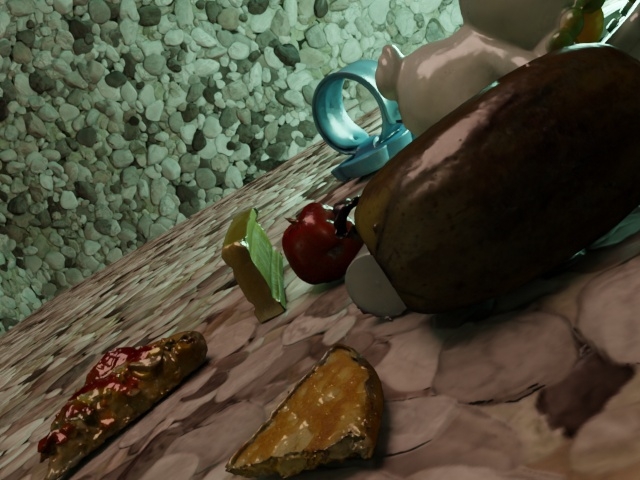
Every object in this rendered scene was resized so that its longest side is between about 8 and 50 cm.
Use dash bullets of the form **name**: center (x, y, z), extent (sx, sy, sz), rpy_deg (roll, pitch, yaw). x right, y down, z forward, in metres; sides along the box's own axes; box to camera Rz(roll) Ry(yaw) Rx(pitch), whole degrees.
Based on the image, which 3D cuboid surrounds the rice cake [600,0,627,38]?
- **rice cake**: center (0.461, -0.360, 1.113), extent (0.226, 0.040, 0.085), rpy_deg (-30, 12, 6)

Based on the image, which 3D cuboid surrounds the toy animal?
- **toy animal**: center (0.198, -0.251, 0.722), extent (0.247, 0.310, 0.182), rpy_deg (32, 28, 29)

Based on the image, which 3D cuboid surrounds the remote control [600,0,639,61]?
- **remote control**: center (0.386, -0.280, 0.704), extent (0.296, 0.056, 0.140), rpy_deg (-50, -6, -22)

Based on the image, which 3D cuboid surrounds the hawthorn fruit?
- **hawthorn fruit**: center (0.000, 0.000, 0.667), extent (0.093, 0.093, 0.093), rpy_deg (-30, 12, 7)

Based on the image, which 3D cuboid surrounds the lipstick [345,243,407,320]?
- **lipstick**: center (0.089, -0.018, 0.588), extent (0.059, 0.059, 0.264), rpy_deg (-25, 13, 29)

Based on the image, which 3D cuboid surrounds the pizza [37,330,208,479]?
- **pizza**: center (-0.220, 0.159, 0.637), extent (0.188, 0.062, 0.199), rpy_deg (-27, 13, 29)

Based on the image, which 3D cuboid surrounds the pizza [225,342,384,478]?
- **pizza**: center (-0.009, 0.113, 0.381), extent (0.108, 0.026, 0.123), rpy_deg (-33, 14, 5)

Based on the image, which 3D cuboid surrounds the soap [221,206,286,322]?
- **soap**: center (-0.080, 0.020, 0.777), extent (0.037, 0.092, 0.252), rpy_deg (-29, 11, 2)

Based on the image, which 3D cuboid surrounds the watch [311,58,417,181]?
- **watch**: center (0.073, -0.231, 1.182), extent (0.210, 0.193, 0.211), rpy_deg (-28, 12, 6)

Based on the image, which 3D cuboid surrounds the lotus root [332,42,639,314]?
- **lotus root**: center (0.131, -0.042, 0.422), extent (0.241, 0.124, 0.123), rpy_deg (-35, 10, -3)
